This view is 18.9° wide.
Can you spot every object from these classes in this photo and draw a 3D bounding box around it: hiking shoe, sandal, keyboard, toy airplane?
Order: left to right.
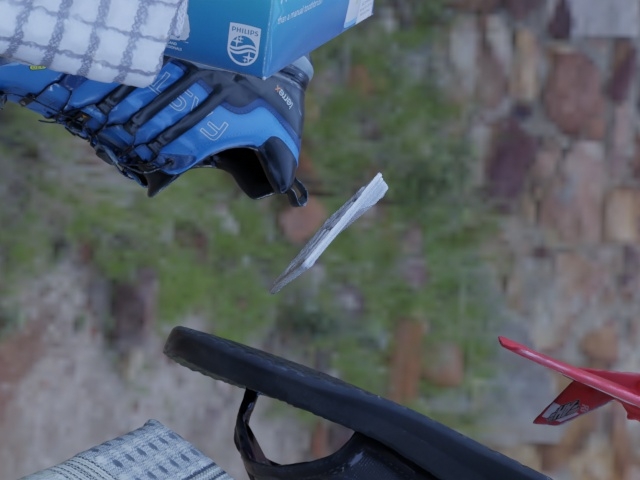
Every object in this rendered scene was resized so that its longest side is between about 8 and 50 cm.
[{"bbox_3d":[-0.142,-0.102,1.446,0.113,0.304,0.132,154,-63,-64],"label":"hiking shoe"},{"bbox_3d":[0.000,0.000,1.237,0.072,0.014,0.256,-44,180,-8],"label":"keyboard"},{"bbox_3d":[0.054,0.174,1.344,0.107,0.445,0.167,-64,152,-5],"label":"sandal"},{"bbox_3d":[0.129,0.064,0.778,0.151,0.151,0.028,55,55,-68],"label":"toy airplane"}]

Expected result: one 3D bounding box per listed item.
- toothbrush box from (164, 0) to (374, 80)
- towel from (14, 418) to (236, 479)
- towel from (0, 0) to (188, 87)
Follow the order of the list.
[{"bbox_3d":[-0.035,-0.281,1.271,0.216,0.126,0.295,-40,140,-63],"label":"toothbrush box"},{"bbox_3d":[-0.052,0.229,1.041,0.056,0.312,0.324,-55,167,14],"label":"towel"},{"bbox_3d":[-0.136,-0.224,0.818,0.121,0.235,0.284,-115,-141,-58],"label":"towel"}]
